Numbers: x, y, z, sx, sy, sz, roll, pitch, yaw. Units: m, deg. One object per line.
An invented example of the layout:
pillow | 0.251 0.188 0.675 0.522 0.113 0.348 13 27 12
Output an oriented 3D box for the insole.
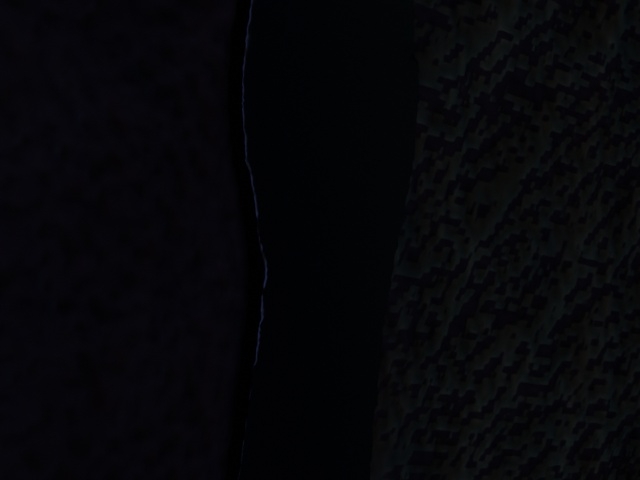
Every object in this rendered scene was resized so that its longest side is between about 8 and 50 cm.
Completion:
insole | 0.000 0.000 0.359 0.064 0.004 0.189 0 96 -47
